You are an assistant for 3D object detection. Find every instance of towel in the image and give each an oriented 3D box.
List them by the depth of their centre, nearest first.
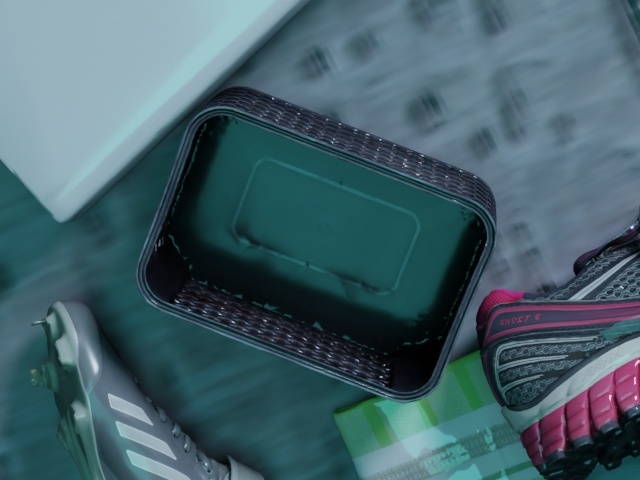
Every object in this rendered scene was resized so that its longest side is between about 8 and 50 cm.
[{"bbox_3d":[0.084,0.150,1.104,0.113,0.023,0.152,-25,91,14],"label":"towel"}]

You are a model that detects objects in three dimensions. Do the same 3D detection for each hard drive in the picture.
[{"bbox_3d":[-0.089,-0.212,1.028,0.353,0.047,0.233,-42,87,11],"label":"hard drive"}]

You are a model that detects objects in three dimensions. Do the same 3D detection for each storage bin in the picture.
[{"bbox_3d":[0.000,0.000,1.062,0.180,0.084,0.122,21,103,-1],"label":"storage bin"}]

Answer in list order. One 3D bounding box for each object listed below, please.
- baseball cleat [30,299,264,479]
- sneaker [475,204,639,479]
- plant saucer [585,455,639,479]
[{"bbox_3d":[-0.097,0.126,1.114,0.109,0.072,0.205,-16,90,-23],"label":"baseball cleat"},{"bbox_3d":[0.225,0.013,1.035,0.299,0.121,0.112,-30,68,3],"label":"sneaker"},{"bbox_3d":[0.192,0.178,1.116,0.119,0.021,0.119,1,102,4],"label":"plant saucer"}]
